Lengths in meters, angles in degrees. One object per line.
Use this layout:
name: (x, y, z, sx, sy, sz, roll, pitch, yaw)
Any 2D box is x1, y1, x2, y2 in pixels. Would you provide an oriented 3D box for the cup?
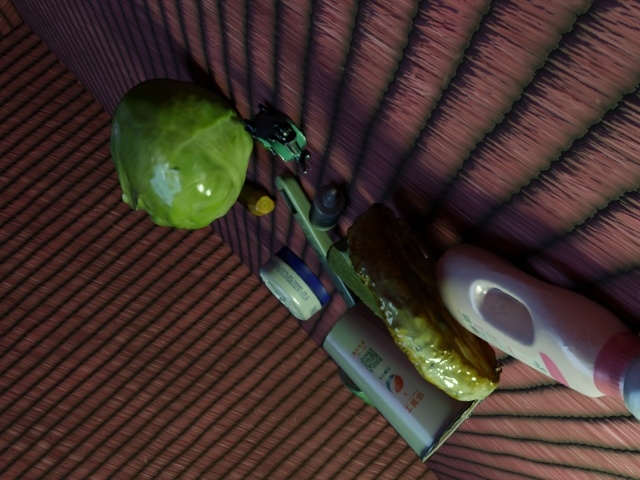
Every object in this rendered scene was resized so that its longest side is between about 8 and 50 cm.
cup: (0.154, 0.251, 1.569, 0.288, 0.203, 0.203, 41, 168, 18)

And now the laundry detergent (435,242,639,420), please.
laundry detergent: (0.265, 0.101, 0.929, 0.159, 0.088, 0.335, 52, 168, -30)

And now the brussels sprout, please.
brussels sprout: (-0.279, -0.175, 1.667, 0.328, 0.247, 0.328, 41, 146, 35)

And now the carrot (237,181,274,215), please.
carrot: (-0.194, -0.118, 2.068, 0.066, 0.066, 0.314, 54, 169, -27)

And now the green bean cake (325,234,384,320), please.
green bean cake: (0.102, 0.054, 1.395, 0.181, 0.094, 0.173, 47, 170, 3)

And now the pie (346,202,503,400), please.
pie: (0.133, 0.085, 1.139, 0.315, 0.092, 0.315, 51, -166, -18)

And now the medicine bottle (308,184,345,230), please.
medicine bottle: (0.013, -0.062, 1.444, 0.057, 0.057, 0.199, 48, 169, 4)

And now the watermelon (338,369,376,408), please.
watermelon: (0.194, 0.313, 1.826, 0.260, 0.256, 0.176, -141, 56, -74)

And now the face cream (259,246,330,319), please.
face cream: (-0.079, 0.128, 2.362, 0.206, 0.111, 0.206, 48, 170, 11)

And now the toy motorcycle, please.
toy motorcycle: (-0.071, -0.175, 1.387, 0.100, 0.058, 0.173, 47, 173, -32)

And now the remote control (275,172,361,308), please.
remote control: (0.000, 0.000, 1.652, 0.310, 0.038, 0.090, 59, 171, -5)
